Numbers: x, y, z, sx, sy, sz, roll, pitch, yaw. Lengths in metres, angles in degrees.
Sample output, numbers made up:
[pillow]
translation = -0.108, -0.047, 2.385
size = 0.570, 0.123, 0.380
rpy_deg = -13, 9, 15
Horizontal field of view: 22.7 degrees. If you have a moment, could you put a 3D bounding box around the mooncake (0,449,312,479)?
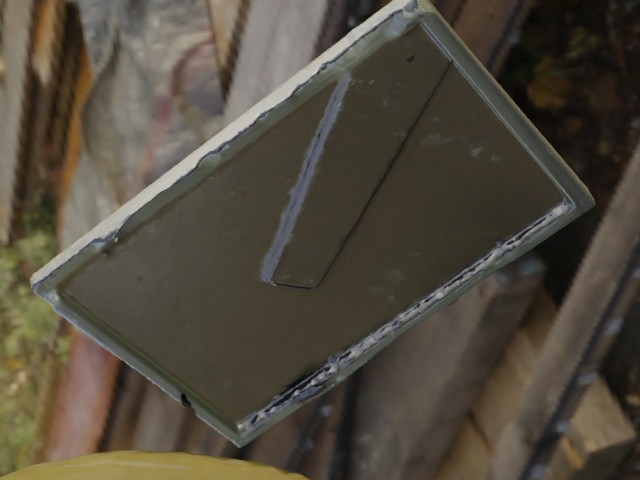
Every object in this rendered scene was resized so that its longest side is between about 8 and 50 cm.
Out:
[mooncake]
translation = -0.056, 0.220, 0.528
size = 0.284, 0.284, 0.155
rpy_deg = 64, 155, 22

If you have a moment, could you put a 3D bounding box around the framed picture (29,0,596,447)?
[framed picture]
translation = 0.000, 0.000, 0.932
size = 0.209, 0.281, 0.019
rpy_deg = 45, -164, -40
